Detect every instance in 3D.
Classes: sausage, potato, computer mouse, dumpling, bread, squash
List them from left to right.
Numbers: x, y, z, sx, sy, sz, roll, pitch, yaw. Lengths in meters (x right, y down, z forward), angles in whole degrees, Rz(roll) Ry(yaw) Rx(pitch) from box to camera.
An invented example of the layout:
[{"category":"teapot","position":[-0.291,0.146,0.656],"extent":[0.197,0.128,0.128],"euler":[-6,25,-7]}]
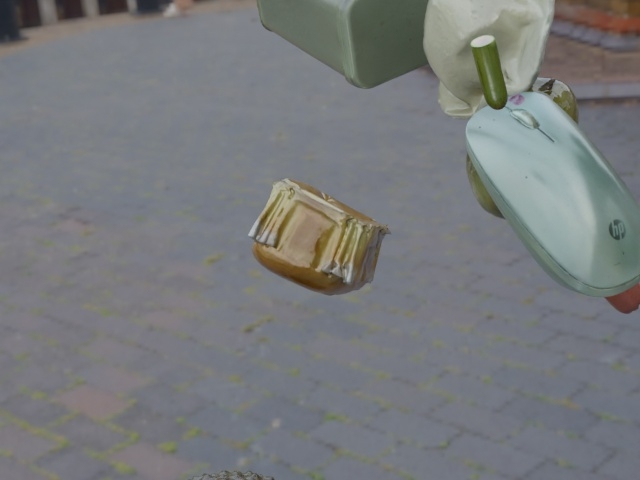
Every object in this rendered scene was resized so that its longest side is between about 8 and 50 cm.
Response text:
[{"category":"bread","position":[0.000,0.000,1.404],"extent":[0.136,0.107,0.241],"euler":[25,4,7]},{"category":"squash","position":[0.183,-0.178,1.285],"extent":[0.027,0.083,0.027],"euler":[-14,33,9]},{"category":"dumpling","position":[0.263,-0.309,1.740],"extent":[0.187,0.318,0.243],"euler":[-21,41,-26]},{"category":"potato","position":[0.324,-0.152,1.886],"extent":[0.174,0.251,0.159],"euler":[35,40,25]},{"category":"computer mouse","position":[0.302,-0.064,1.475],"extent":[0.159,0.288,0.097],"euler":[-26,-11,-22]},{"category":"sausage","position":[0.487,0.061,2.013],"extent":[0.062,0.154,0.062],"euler":[-38,23,20]}]

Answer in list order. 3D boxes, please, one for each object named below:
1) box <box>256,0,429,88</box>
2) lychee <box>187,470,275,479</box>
[{"category":"box","position":[0.106,-0.435,2.083],"extent":[0.352,0.177,0.344],"euler":[-26,34,-22]},{"category":"lychee","position":[-0.121,0.421,1.512],"extent":[0.270,0.270,0.320],"euler":[4,-11,28]}]
